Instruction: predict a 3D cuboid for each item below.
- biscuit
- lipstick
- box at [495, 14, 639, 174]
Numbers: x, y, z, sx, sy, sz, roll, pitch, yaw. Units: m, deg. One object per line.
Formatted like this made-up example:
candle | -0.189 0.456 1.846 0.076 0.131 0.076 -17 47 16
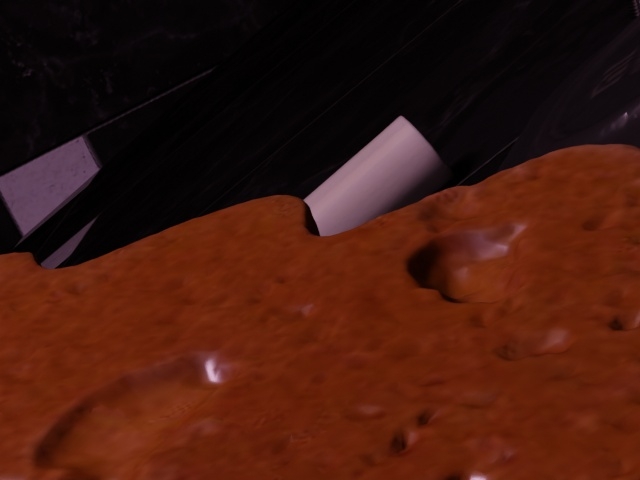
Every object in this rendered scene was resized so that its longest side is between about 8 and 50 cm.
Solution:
biscuit | -0.044 0.058 0.434 0.306 0.043 0.284 1 31 30
lipstick | 0.000 0.000 0.886 0.131 0.038 0.038 -41 10 0
box | 0.132 -0.058 0.629 0.201 0.042 0.212 -37 10 36
